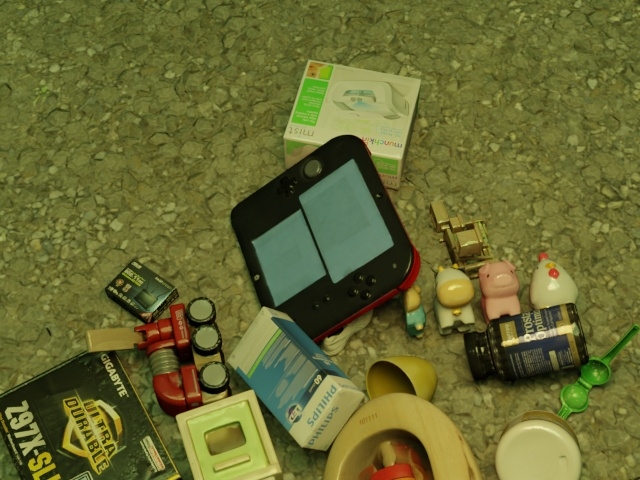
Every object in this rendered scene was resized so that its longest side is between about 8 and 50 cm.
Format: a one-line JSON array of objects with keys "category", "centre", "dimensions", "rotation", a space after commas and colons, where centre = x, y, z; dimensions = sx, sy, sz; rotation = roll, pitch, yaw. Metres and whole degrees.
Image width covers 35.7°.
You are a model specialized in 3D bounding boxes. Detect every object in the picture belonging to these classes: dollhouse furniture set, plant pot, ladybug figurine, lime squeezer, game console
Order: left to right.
[{"category": "game console", "centre": [0.000, 0.000, 1.992], "dimensions": [0.342, 0.060, 0.386], "rotation": [-31, 55, 13]}, {"category": "plant pot", "centre": [0.166, 0.272, 1.883], "dimensions": [0.095, 0.134, 0.134], "rotation": [-21, 57, -40]}, {"category": "ladybug figurine", "centre": [0.157, 0.477, 1.693], "dimensions": [0.305, 0.162, 0.449], "rotation": [-27, 46, 22]}, {"category": "dollhouse furniture set", "centre": [0.302, -0.036, 2.031], "dimensions": [0.101, 0.161, 0.181], "rotation": [-12, 60, -5]}, {"category": "lime squeezer", "centre": [0.503, 0.282, 1.875], "dimensions": [0.059, 0.110, 0.310], "rotation": [37, 98, -6]}]

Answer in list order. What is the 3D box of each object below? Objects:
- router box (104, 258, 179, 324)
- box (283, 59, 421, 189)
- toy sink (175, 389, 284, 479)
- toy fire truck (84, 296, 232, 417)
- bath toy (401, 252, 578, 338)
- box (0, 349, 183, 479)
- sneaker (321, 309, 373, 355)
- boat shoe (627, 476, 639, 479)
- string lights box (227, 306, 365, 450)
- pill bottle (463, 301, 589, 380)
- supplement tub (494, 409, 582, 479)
[{"category": "router box", "centre": [-0.367, 0.106, 2.039], "dimensions": [0.122, 0.038, 0.092], "rotation": [32, 65, 19]}, {"category": "box", "centre": [0.071, -0.254, 2.192], "dimensions": [0.262, 0.126, 0.231], "rotation": [12, 58, 8]}, {"category": "toy sink", "centre": [-0.152, 0.414, 1.794], "dimensions": [0.153, 0.131, 0.234], "rotation": [-17, 61, -8]}, {"category": "toy fire truck", "centre": [-0.306, 0.228, 1.888], "dimensions": [0.247, 0.158, 0.217], "rotation": [-11, 60, -8]}, {"category": "bath toy", "centre": [0.332, 0.097, 1.955], "dimensions": [0.349, 0.151, 0.128], "rotation": [-7, 69, -5]}, {"category": "box", "centre": [-0.440, 0.380, 1.857], "dimensions": [0.257, 0.079, 0.322], "rotation": [-28, 62, -12]}, {"category": "sneaker", "centre": [0.057, 0.162, 1.980], "dimensions": [0.054, 0.061, 0.152], "rotation": [31, 63, 21]}, {"category": "boat shoe", "centre": [0.548, 0.561, 1.692], "dimensions": [0.127, 0.113, 0.340], "rotation": [14, 61, 9]}, {"category": "string lights box", "centre": [-0.050, 0.253, 1.841], "dimensions": [0.260, 0.077, 0.133], "rotation": [43, 103, 39]}, {"category": "pill bottle", "centre": [0.390, 0.199, 1.894], "dimensions": [0.219, 0.123, 0.122], "rotation": [-14, 58, 12]}, {"category": "supplement tub", "centre": [0.383, 0.375, 1.740], "dimensions": [0.145, 0.200, 0.144], "rotation": [-1, 88, 14]}]
